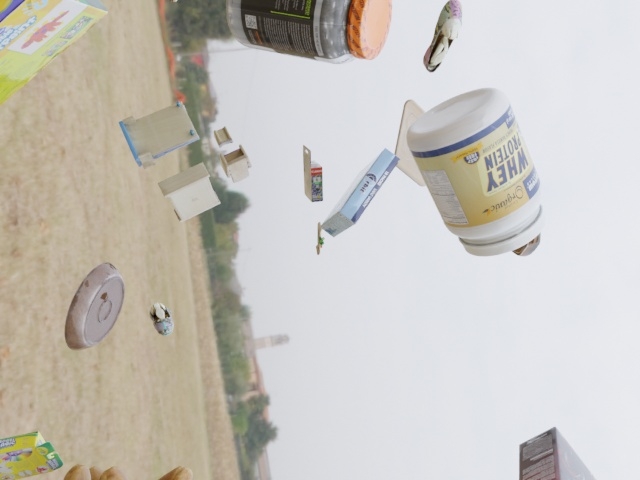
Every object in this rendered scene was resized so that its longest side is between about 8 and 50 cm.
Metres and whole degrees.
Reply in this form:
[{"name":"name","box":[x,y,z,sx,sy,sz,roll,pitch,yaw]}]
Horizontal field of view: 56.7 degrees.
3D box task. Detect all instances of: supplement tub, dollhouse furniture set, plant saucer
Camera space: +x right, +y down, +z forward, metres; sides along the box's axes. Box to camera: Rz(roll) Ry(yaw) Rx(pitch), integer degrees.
[{"name":"supplement tub","box":[-0.014,-0.290,0.751,0.117,0.190,0.117,-46,146,-44]},{"name":"supplement tub","box":[0.347,-0.146,1.302,0.316,0.228,0.228,60,-2,-21]},{"name":"dollhouse furniture set","box":[-0.393,-0.262,1.757,0.303,0.286,0.198,60,-10,16]},{"name":"plant saucer","box":[-0.402,0.124,1.079,0.168,0.029,0.168,19,90,-83]}]

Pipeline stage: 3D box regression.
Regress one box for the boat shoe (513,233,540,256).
[{"name":"boat shoe","box":[0.436,-0.093,1.516,0.122,0.120,0.324,110,-31,-44]}]

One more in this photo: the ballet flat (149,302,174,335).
[{"name":"ballet flat","box":[-0.301,0.138,1.117,0.114,0.041,0.041,-147,-132,-60]}]

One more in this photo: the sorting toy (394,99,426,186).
[{"name":"sorting toy","box":[0.288,-0.294,1.808,0.038,0.193,0.208,4,-108,43]}]

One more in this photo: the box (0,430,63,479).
[{"name":"box","box":[-0.641,0.455,1.239,0.043,0.179,0.105,-106,-170,-49]}]

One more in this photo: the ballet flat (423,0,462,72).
[{"name":"ballet flat","box":[0.367,-0.594,1.755,0.221,0.077,0.079,112,-22,-43]}]

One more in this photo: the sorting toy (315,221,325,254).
[{"name":"sorting toy","box":[0.000,0.000,1.317,0.083,0.012,0.062,-103,-164,-69]}]

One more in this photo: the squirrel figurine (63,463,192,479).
[{"name":"squirrel figurine","box":[-0.485,0.676,1.232,0.370,0.281,0.397,36,57,-73]}]

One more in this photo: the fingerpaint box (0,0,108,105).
[{"name":"fingerpaint box","box":[-0.796,-0.501,1.432,0.163,0.445,0.371,53,11,-9]}]

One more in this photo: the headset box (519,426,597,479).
[{"name":"headset box","box":[0.548,0.591,1.314,0.218,0.110,0.293,53,22,2]}]

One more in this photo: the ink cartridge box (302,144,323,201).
[{"name":"ink cartridge box","box":[-0.016,-0.146,1.284,0.063,0.029,0.115,-128,-146,-63]}]

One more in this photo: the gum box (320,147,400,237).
[{"name":"gum box","box":[0.075,-0.090,1.186,0.041,0.157,0.184,37,-12,-5]}]
